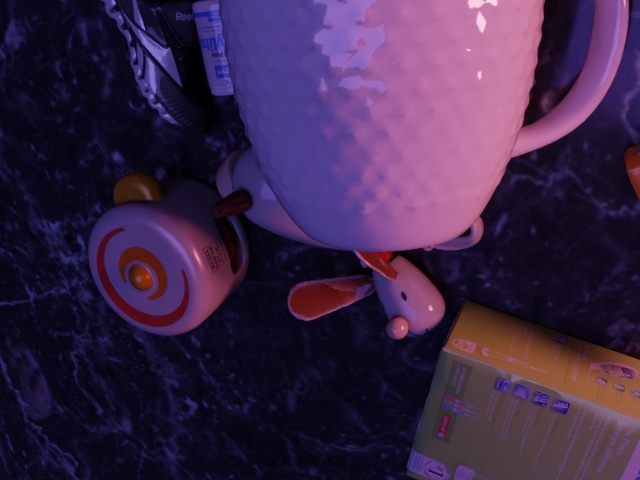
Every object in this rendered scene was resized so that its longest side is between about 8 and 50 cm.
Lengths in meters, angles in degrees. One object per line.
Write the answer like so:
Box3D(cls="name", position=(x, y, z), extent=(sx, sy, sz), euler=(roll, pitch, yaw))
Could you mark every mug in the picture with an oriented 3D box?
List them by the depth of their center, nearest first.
Box3D(cls="mug", position=(0.100, -0.177, 0.642), extent=(0.374, 0.276, 0.328), euler=(-8, 112, -11))

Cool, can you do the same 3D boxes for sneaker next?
Box3D(cls="sneaker", position=(-0.181, -0.241, 0.869), extent=(0.106, 0.078, 0.234), euler=(-18, 103, 34))

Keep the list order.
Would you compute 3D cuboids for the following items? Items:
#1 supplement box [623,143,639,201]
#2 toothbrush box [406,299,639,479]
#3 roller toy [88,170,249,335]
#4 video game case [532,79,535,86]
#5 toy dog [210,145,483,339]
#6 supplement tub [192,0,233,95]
Box3D(cls="supplement box", position=(0.384, 0.006, 0.715), extent=(0.078, 0.080, 0.233), euler=(-24, 100, 31))
Box3D(cls="toothbrush box", position=(0.268, 0.225, 0.853), extent=(0.283, 0.122, 0.206), euler=(19, 121, 18))
Box3D(cls="roller toy", position=(-0.205, 0.021, 0.968), extent=(0.191, 0.146, 0.209), euler=(34, 124, 7))
Box3D(cls="video game case", position=(0.084, -0.174, 0.805), extent=(0.227, 0.026, 0.206), euler=(41, 125, 1))
Box3D(cls="toy dog", position=(0.000, 0.000, 0.838), extent=(0.333, 0.161, 0.220), euler=(33, 139, 11))
Box3D(cls="supplement tub", position=(-0.106, -0.230, 0.842), extent=(0.071, 0.071, 0.107), euler=(0, 113, 26))
